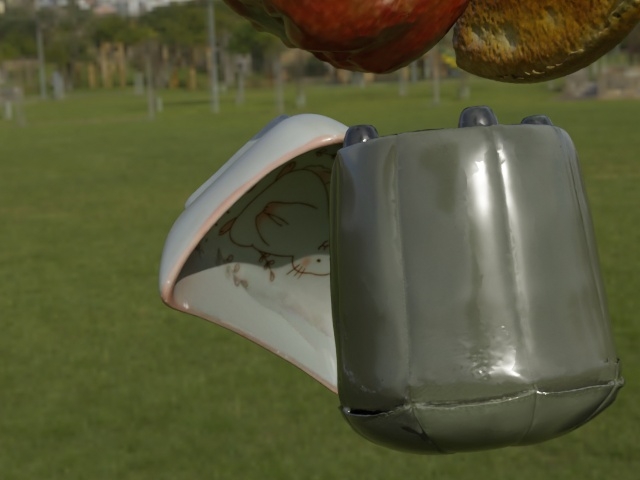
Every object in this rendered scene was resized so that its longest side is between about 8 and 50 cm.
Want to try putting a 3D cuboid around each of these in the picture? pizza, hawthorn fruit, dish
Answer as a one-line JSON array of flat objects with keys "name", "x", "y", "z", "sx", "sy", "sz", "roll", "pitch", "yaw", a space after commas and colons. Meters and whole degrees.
[{"name": "pizza", "x": 0.121, "y": -0.176, "z": 0.827, "sx": 0.036, "sy": 0.176, "sz": 0.185, "roll": -11, "pitch": -15, "yaw": -29}, {"name": "hawthorn fruit", "x": 0.015, "y": -0.188, "z": 0.796, "sx": 0.173, "sy": 0.179, "sz": 0.173, "roll": 6, "pitch": 20, "yaw": -2}, {"name": "dish", "x": 0.000, "y": 0.000, "z": 0.886, "sx": 0.212, "sy": 0.151, "sz": 0.077, "roll": 33, "pitch": 19, "yaw": -47}]

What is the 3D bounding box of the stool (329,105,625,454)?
[{"name": "stool", "x": 0.049, "y": 0.014, "z": 0.467, "sx": 0.096, "sy": 0.110, "sz": 0.096, "roll": -7, "pitch": -4, "yaw": -1}]
